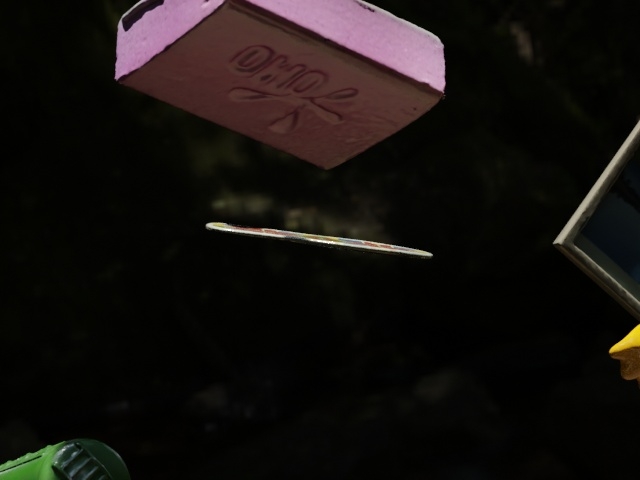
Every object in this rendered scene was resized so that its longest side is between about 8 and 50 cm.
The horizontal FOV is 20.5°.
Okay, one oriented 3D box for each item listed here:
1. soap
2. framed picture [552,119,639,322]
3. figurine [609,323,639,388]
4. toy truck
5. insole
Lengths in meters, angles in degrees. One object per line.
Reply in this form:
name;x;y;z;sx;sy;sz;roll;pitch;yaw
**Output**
soap;-0.038;-0.167;1.626;0.259;0.081;0.181;21;-34;-35
framed picture;0.232;0.008;1.143;0.109;0.149;0.011;-54;15;-17
figurine;0.411;0.089;1.596;0.215;0.187;0.344;-22;1;-21
toy truck;-0.230;0.238;1.457;0.101;0.125;0.242;-31;2;-37
insole;0.000;0.000;1.479;0.193;0.006;0.065;8;4;-5
